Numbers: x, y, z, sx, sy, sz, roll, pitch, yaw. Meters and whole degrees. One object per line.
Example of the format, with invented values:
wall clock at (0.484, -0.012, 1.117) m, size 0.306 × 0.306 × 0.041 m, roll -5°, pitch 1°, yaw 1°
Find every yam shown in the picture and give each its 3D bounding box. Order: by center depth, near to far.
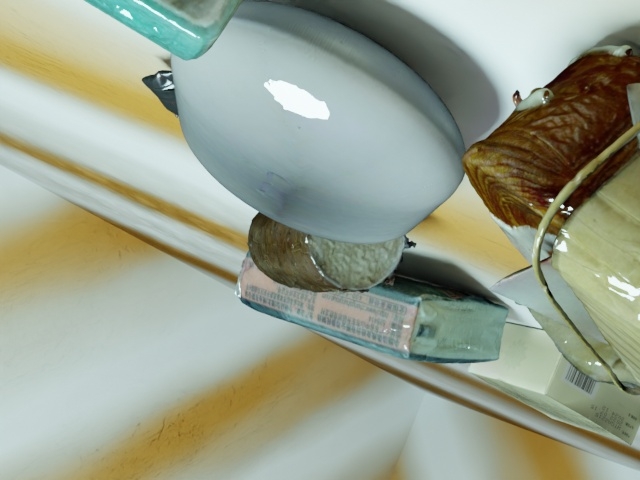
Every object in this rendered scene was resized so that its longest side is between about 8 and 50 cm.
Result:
yam at (-0.002, 0.001, 0.937) m, size 0.131 × 0.131 × 0.279 m, roll 27°, pitch 169°, yaw -15°

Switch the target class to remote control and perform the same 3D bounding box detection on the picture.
remote control at (-0.010, -0.075, 0.628) m, size 0.221 × 0.104 × 0.332 m, roll 25°, pitch 169°, yaw -2°

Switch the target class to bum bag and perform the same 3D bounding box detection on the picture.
bum bag at (-0.122, -0.133, 0.786) m, size 0.057 × 0.034 × 0.124 m, roll 11°, pitch 166°, yaw 20°

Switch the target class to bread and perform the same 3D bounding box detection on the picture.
bread at (0.168, 0.006, 0.428) m, size 0.224 × 0.142 × 0.212 m, roll 44°, pitch -176°, yaw -45°

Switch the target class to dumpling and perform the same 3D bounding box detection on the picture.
dumpling at (0.369, 0.136, 0.890) m, size 0.332 × 0.086 × 0.166 m, roll 22°, pitch 173°, yaw -11°

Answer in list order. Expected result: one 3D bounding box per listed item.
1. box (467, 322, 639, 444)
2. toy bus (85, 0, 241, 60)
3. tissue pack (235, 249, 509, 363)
box at (0.357, 0.211, 1.236) m, size 0.212 × 0.095 × 0.168 m, roll 31°, pitch 166°, yaw -29°
toy bus at (-0.143, -0.189, 0.380) m, size 0.261 × 0.109 × 0.091 m, roll 28°, pitch 175°, yaw -16°
tissue pack at (0.069, 0.090, 1.146) m, size 0.315 × 0.103 × 0.227 m, roll 14°, pitch -179°, yaw 42°
